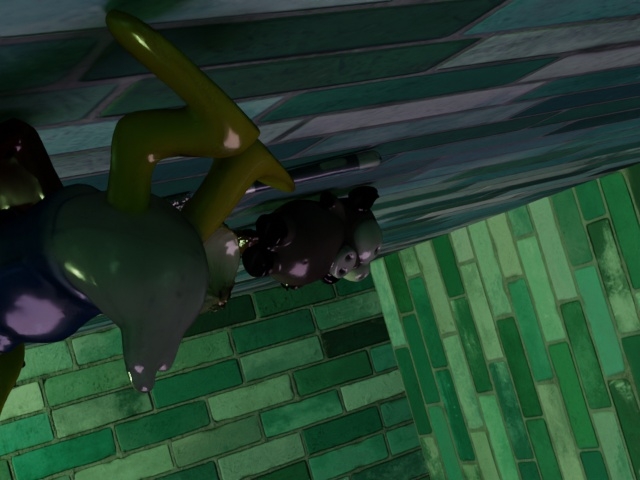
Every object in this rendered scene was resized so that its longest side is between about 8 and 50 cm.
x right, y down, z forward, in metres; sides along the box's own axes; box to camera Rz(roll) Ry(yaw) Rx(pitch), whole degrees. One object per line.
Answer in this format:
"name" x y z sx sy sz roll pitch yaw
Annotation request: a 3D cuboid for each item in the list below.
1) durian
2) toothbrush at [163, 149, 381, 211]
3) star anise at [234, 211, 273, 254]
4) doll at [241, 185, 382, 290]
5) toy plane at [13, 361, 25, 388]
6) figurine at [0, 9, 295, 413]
"durian" -0.198 0.044 1.566 0.144 0.139 0.252 -13 177 17
"toothbrush" -0.060 -0.072 1.357 0.288 0.024 0.026 -14 161 -14
"star anise" -0.070 -0.019 1.826 0.158 0.144 0.140 -7 -142 -18
"doll" -0.002 -0.001 1.709 0.257 0.117 0.182 2 124 -45
"toy plane" -0.455 0.145 1.489 0.223 0.104 0.326 -32 155 -3
"figurine" -0.209 0.018 0.707 0.338 0.283 0.204 -54 143 -5
